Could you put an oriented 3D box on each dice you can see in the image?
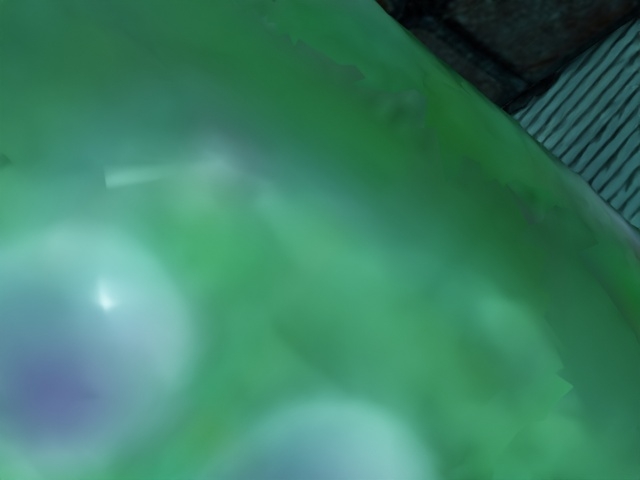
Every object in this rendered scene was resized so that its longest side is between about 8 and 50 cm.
[{"bbox_3d":[-0.073,0.049,0.578,0.318,0.322,0.330,-51,24,5],"label":"dice"}]

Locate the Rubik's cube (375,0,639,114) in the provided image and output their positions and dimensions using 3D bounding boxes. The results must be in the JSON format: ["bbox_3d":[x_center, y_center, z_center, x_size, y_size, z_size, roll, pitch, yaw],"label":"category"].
[{"bbox_3d":[0.036,-0.302,0.763,0.344,0.343,0.337,-33,42,29],"label":"Rubik's cube"}]
